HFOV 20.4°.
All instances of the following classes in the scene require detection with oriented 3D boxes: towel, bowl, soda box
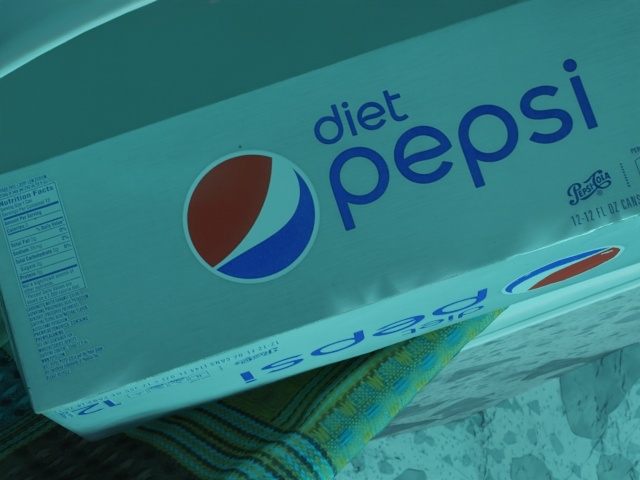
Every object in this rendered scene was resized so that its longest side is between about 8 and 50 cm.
[{"bbox_3d":[0.000,0.000,0.823,0.370,0.040,0.271,-42,-153,-20],"label":"towel"},{"bbox_3d":[-0.037,-0.109,0.684,0.298,0.134,0.298,-17,167,-4],"label":"bowl"},{"bbox_3d":[0.026,-0.014,0.662,0.286,0.091,0.098,-18,167,0],"label":"soda box"}]

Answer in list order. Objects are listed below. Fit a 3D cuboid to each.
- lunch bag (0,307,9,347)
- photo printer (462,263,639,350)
[{"bbox_3d":[-0.250,0.045,0.984,0.287,0.169,0.235,-15,168,-34],"label":"lunch bag"},{"bbox_3d":[0.131,-0.058,0.965,0.307,0.107,0.256,-22,-157,18],"label":"photo printer"}]
